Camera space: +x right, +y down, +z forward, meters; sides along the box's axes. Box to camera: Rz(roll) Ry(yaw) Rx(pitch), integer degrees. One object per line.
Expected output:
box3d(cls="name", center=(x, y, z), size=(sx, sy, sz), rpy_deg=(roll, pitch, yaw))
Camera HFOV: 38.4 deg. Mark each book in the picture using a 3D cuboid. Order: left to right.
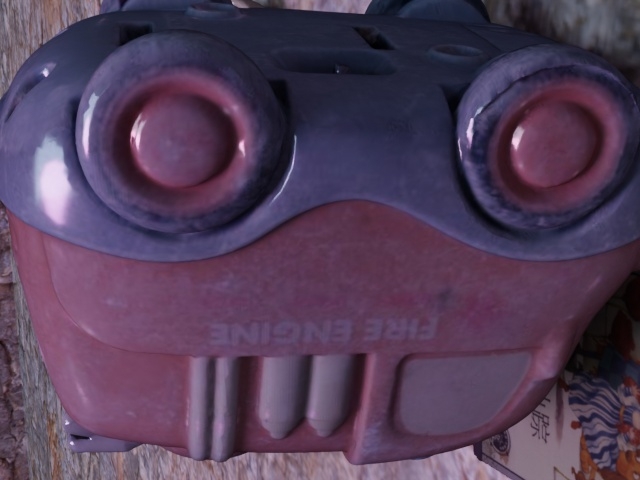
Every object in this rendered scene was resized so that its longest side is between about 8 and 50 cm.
box3d(cls="book", center=(0.147, 0.077, 0.470), size=(0.231, 0.026, 0.157), rpy_deg=(19, 115, 61))

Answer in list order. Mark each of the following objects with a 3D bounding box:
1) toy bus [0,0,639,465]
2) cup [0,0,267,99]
box3d(cls="toy bus", center=(0.000, 0.000, 0.437), size=(0.197, 0.294, 0.231), rpy_deg=(-115, 27, -63))
box3d(cls="cup", center=(-0.109, -0.054, 0.793), size=(0.301, 0.227, 0.257), rpy_deg=(-52, 60, 18))
